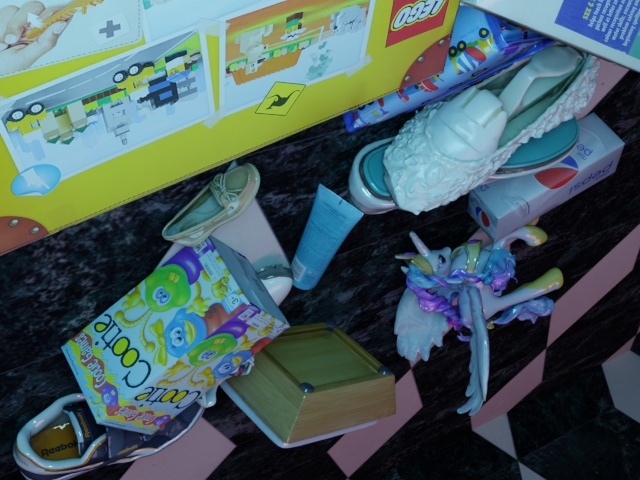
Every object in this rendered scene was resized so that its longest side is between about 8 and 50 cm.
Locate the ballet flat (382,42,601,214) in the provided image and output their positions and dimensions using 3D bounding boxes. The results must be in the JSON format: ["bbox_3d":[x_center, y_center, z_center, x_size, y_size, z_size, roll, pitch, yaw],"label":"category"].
[{"bbox_3d":[0.252,-0.192,1.265,0.409,0.147,0.147,-35,155,-24],"label":"ballet flat"}]

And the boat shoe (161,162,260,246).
[{"bbox_3d":[-0.144,-0.047,1.169,0.153,0.056,0.048,-36,158,20],"label":"boat shoe"}]

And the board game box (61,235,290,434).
[{"bbox_3d":[-0.211,0.141,1.296,0.275,0.144,0.142,-39,152,7],"label":"board game box"}]

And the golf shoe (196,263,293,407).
[{"bbox_3d":[-0.128,0.153,1.439,0.273,0.120,0.105,-45,149,17],"label":"golf shoe"}]

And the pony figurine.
[{"bbox_3d":[0.298,0.115,1.739,0.364,0.303,0.350,-15,115,-27],"label":"pony figurine"}]

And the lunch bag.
[{"bbox_3d":[0.170,-0.242,1.091,0.221,0.138,0.293,-26,173,36],"label":"lunch bag"}]

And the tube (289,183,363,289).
[{"bbox_3d":[0.000,0.000,1.392,0.052,0.080,0.207,-55,175,-41],"label":"tube"}]

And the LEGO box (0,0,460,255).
[{"bbox_3d":[-0.116,-0.238,0.729,0.500,0.193,0.372,-25,153,-18],"label":"LEGO box"}]

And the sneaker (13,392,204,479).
[{"bbox_3d":[-0.334,0.297,1.432,0.321,0.126,0.127,-23,156,-18],"label":"sneaker"}]

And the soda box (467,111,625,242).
[{"bbox_3d":[0.413,-0.116,1.631,0.286,0.091,0.098,-29,152,-10],"label":"soda box"}]

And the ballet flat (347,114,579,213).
[{"bbox_3d":[0.212,-0.130,1.377,0.400,0.139,0.139,-18,149,-21],"label":"ballet flat"}]

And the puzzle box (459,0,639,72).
[{"bbox_3d":[0.307,-0.392,0.872,0.272,0.052,0.408,11,107,-33],"label":"puzzle box"}]

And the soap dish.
[{"bbox_3d":[-0.021,0.251,1.615,0.291,0.229,0.118,-3,122,-46],"label":"soap dish"}]
